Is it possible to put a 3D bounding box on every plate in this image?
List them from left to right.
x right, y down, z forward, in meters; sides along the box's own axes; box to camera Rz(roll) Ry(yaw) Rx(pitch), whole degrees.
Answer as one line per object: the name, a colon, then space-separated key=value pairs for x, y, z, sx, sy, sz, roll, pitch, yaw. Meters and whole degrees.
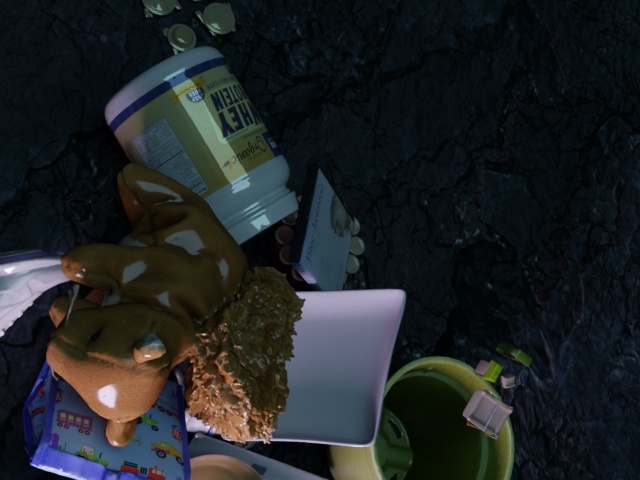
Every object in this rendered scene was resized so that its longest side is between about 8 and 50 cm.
plate: x=-0.005 y=0.208 z=1.653 sx=0.045 sy=0.278 sz=0.277 roll=54 pitch=42 yaw=-47

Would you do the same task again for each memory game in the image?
memory game: x=0.000 y=0.000 z=1.899 sx=0.186 sy=0.012 sz=0.186 roll=7 pitch=73 yaw=-26

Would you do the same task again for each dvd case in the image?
dvd case: x=0.007 y=-0.003 z=1.783 sx=0.022 sy=0.253 sz=0.180 roll=5 pitch=70 yaw=19

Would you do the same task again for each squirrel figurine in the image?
squirrel figurine: x=-0.206 y=0.133 z=1.485 sx=0.397 sy=0.281 sz=0.370 roll=26 pitch=24 yaw=-8

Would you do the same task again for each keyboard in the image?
keyboard: x=-0.110 y=0.393 z=1.715 sx=0.256 sy=0.014 sz=0.072 roll=24 pitch=103 yaw=-20

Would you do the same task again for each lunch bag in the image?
lunch bag: x=-0.309 y=0.284 z=1.490 sx=0.221 sy=0.293 sz=0.138 roll=24 pitch=97 yaw=-19

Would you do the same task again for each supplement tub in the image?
supplement tub: x=-0.193 y=-0.141 z=1.713 sx=0.228 sy=0.228 sz=0.316 roll=-33 pitch=93 yaw=-30

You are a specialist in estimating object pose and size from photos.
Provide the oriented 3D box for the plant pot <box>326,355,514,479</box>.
plant pot: x=0.143 y=0.353 z=1.739 sx=0.276 sy=0.254 sz=0.276 roll=8 pitch=72 yaw=-27

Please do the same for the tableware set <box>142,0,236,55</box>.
tableware set: x=-0.245 y=-0.426 z=1.882 sx=0.169 sy=0.020 sz=0.141 roll=-29 pitch=89 yaw=-29

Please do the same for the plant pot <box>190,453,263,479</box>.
plant pot: x=-0.185 y=0.465 z=1.652 sx=0.236 sy=0.032 sz=0.236 roll=3 pitch=84 yaw=-29

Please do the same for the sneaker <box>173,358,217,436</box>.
sneaker: x=-0.197 y=0.195 z=1.699 sx=0.091 sy=0.094 sz=0.258 roll=10 pitch=72 yaw=-27

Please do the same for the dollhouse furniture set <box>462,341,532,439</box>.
dollhouse furniture set: x=0.286 y=0.245 z=1.685 sx=0.076 sy=0.058 sz=0.151 roll=34 pitch=82 yaw=-24

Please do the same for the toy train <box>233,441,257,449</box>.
toy train: x=-0.095 y=0.256 z=1.745 sx=0.248 sy=0.105 sz=0.143 roll=-28 pitch=73 yaw=-13

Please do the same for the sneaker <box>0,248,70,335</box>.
sneaker: x=-0.513 y=0.104 z=1.568 sx=0.305 sy=0.114 sz=0.152 roll=-19 pitch=100 yaw=-26
